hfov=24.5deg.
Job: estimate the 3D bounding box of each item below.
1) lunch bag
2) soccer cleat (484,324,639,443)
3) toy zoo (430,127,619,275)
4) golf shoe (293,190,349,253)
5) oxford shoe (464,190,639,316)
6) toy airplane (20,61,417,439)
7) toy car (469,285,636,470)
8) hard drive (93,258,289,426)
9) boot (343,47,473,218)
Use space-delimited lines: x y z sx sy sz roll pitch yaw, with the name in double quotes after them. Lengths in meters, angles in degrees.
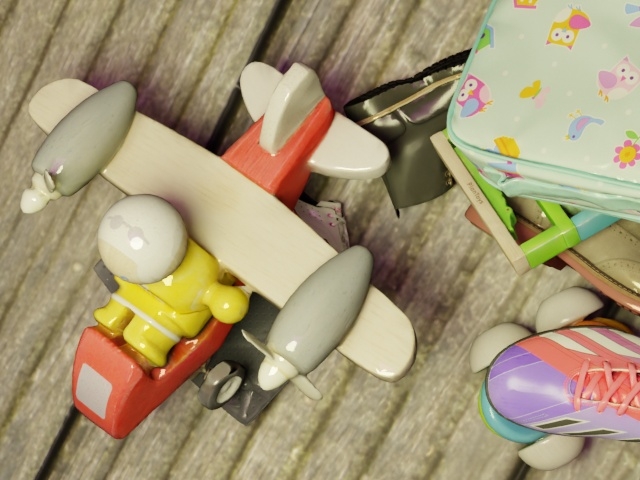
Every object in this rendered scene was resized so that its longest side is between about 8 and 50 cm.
0.261 -0.129 1.342 0.279 0.108 0.224 15 80 33 "lunch bag"
0.314 0.144 1.365 0.318 0.116 0.108 7 94 1 "soccer cleat"
0.277 -0.109 1.464 0.293 0.030 0.192 -31 51 2 "toy zoo"
0.000 0.000 1.605 0.086 0.067 0.186 -46 78 12 "golf shoe"
0.317 0.001 1.471 0.348 0.123 0.130 28 96 19 "oxford shoe"
-0.113 -0.013 1.471 0.386 0.272 0.384 -12 81 23 "toy airplane"
0.238 0.144 1.497 0.182 0.136 0.159 -30 83 16 "toy car"
-0.115 0.063 1.650 0.255 0.054 0.172 44 104 12 "hard drive"
0.141 -0.120 1.569 0.198 0.077 0.137 -21 103 11 "boot"
